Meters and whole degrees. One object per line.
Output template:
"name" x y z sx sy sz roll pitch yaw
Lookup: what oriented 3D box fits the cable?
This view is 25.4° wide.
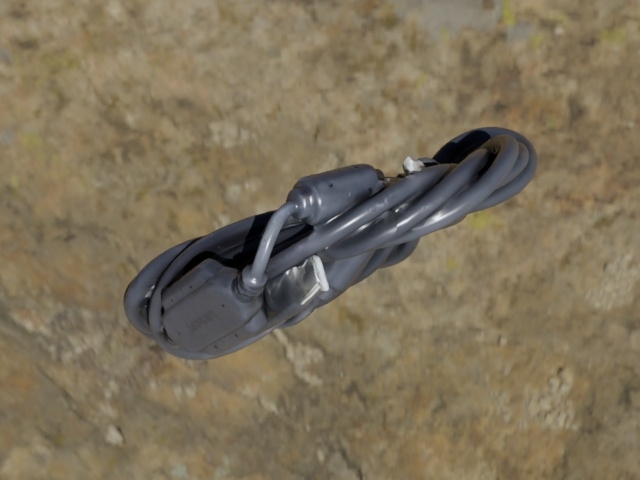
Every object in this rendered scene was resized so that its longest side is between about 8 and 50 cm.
"cable" 0.000 0.000 0.555 0.150 0.184 0.047 -27 85 -27
